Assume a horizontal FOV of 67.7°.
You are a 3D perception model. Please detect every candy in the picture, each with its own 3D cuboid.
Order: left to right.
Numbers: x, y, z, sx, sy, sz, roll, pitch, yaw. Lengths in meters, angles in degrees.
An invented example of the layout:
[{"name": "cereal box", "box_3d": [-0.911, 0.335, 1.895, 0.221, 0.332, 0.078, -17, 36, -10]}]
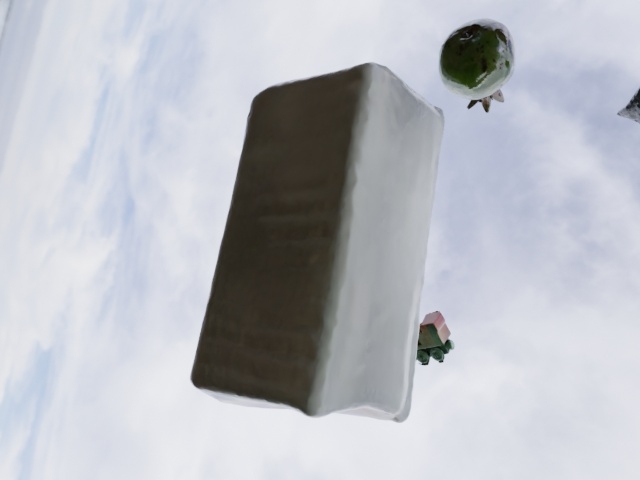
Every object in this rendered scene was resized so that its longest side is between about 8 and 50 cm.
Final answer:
[{"name": "candy", "box_3d": [-0.003, 0.000, 0.511, 0.208, 0.145, 0.359, -2, -108, 44]}]

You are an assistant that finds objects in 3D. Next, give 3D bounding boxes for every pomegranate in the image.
[{"name": "pomegranate", "box_3d": [0.375, -0.403, 1.124, 0.181, 0.224, 0.182, -14, -119, 27]}]

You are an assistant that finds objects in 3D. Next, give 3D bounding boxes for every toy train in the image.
[{"name": "toy train", "box_3d": [0.259, 0.258, 1.236, 0.175, 0.074, 0.118, -23, -82, 44]}]

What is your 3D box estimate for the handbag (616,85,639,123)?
[{"name": "handbag", "box_3d": [0.735, -0.317, 0.973, 0.089, 0.270, 0.175, 54, -35, 38]}]
